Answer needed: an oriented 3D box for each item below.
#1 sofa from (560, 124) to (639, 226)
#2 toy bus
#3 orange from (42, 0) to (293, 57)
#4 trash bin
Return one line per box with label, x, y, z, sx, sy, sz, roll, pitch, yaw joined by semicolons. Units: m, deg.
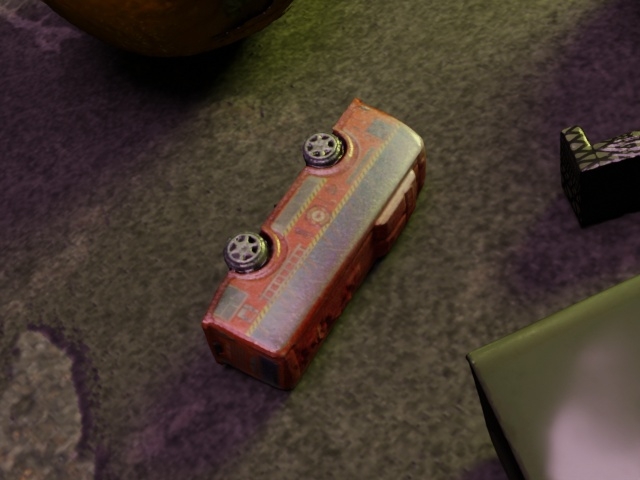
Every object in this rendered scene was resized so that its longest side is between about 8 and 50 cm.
sofa;0.208;-0.053;0.582;0.118;0.060;0.039;-16;54;5
toy bus;0.000;0.000;0.607;0.077;0.065;0.192;26;64;19
orange;-0.118;-0.273;0.723;0.274;0.274;0.274;-8;52;11
trash bin;0.210;0.087;0.439;0.241;0.122;0.164;-23;51;1
